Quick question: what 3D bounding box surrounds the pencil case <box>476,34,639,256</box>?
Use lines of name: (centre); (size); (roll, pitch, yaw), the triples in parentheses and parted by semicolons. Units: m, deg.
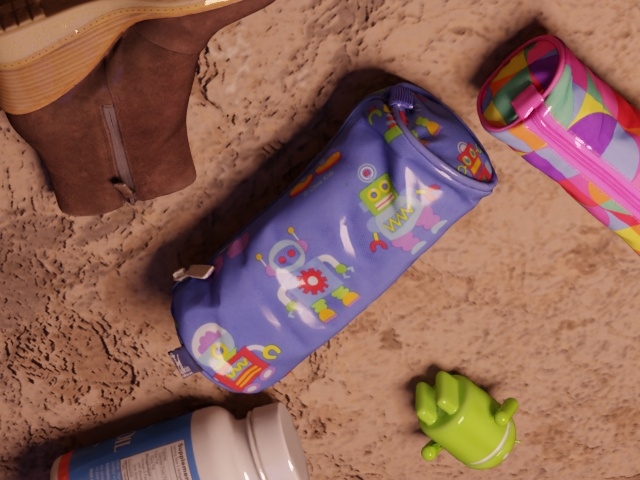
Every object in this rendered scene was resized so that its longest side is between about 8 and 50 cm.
pencil case: (0.238, -0.069, 1.236); (0.236, 0.104, 0.104); (35, 114, -25)

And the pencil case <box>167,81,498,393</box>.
pencil case: (0.000, 0.000, 1.243); (0.133, 0.119, 0.306); (40, 112, -20)

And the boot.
boot: (-0.126, -0.127, 1.177); (0.248, 0.090, 0.207); (-16, 137, 2)

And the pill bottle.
pill bottle: (-0.127, 0.225, 1.381); (0.221, 0.124, 0.124); (-18, 125, 5)

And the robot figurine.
robot figurine: (0.139, 0.172, 1.412); (0.101, 0.067, 0.115); (-33, 124, 27)
